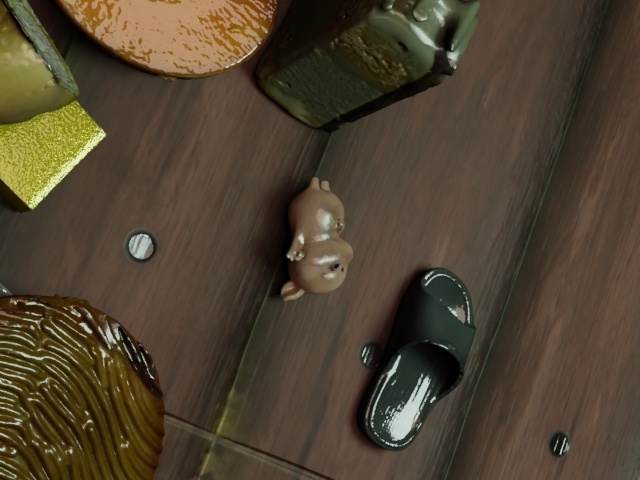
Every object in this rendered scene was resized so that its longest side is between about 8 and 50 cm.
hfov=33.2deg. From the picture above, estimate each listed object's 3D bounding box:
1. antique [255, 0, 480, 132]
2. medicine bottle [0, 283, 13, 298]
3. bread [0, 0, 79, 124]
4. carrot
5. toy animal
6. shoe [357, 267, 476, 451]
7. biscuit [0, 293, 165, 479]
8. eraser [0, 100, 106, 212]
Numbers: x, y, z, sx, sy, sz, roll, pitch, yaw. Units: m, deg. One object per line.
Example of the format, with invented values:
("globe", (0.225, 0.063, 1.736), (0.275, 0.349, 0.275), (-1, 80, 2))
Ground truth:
("antique", (0.055, -0.226, 1.201), (0.125, 0.284, 0.150), (33, 72, -24))
("medicine bottle", (-0.391, 0.120, 1.078), (0.057, 0.057, 0.199), (45, 70, -20))
("bread", (-0.371, -0.212, 1.056), (0.156, 0.158, 0.261), (-33, 97, -1))
("carrot", (-0.185, -0.317, 1.191), (0.307, 0.100, 0.258), (40, 73, -13))
("toy animal", (-0.003, 0.000, 1.286), (0.083, 0.089, 0.150), (4, 90, -8))
("shoe", (0.138, 0.153, 1.345), (0.108, 0.093, 0.241), (33, 76, -22))
("biscuit", (-0.300, 0.211, 1.101), (0.317, 0.040, 0.318), (-6, 101, -36))
("eraser", (-0.304, -0.106, 1.138), (0.097, 0.045, 0.122), (48, 67, -19))
